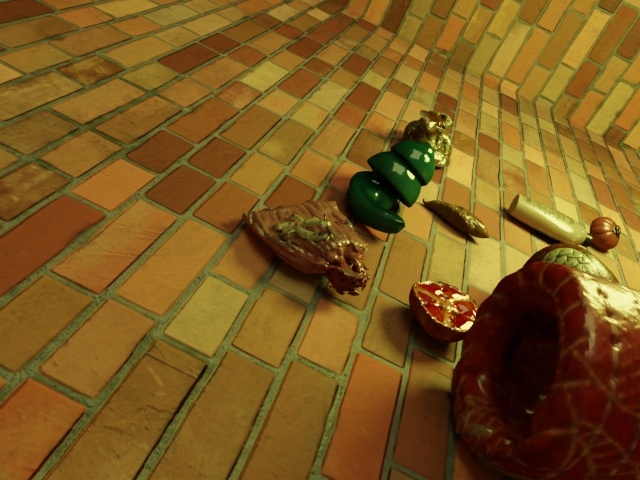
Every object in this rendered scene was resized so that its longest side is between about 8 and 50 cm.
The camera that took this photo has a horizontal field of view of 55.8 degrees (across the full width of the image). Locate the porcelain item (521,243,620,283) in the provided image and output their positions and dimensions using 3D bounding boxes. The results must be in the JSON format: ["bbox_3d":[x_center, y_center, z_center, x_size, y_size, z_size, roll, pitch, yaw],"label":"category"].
[{"bbox_3d":[0.523,0.136,1.328,0.252,0.253,0.253,19,33,-12],"label":"porcelain item"}]

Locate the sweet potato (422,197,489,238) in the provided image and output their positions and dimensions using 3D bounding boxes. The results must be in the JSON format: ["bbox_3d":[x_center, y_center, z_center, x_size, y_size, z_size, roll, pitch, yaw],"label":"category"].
[{"bbox_3d":[0.362,-0.065,1.607,0.205,0.060,0.068,30,-1,25],"label":"sweet potato"}]

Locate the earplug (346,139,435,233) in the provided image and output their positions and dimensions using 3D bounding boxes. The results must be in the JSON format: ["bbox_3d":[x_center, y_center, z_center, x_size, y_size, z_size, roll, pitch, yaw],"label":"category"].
[{"bbox_3d":[0.181,-0.146,1.492,0.164,0.280,0.257,46,-5,-5],"label":"earplug"}]

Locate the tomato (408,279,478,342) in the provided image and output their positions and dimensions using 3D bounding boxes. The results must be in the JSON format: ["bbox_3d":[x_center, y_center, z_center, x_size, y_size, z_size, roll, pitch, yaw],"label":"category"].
[{"bbox_3d":[0.242,0.149,1.196,0.155,0.069,0.156,16,32,-10],"label":"tomato"}]

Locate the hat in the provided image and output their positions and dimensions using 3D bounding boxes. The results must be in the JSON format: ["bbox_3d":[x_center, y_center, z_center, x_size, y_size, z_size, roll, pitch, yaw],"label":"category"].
[{"bbox_3d":[0.000,0.000,1.202,0.236,0.107,0.286,-12,42,-31],"label":"hat"}]

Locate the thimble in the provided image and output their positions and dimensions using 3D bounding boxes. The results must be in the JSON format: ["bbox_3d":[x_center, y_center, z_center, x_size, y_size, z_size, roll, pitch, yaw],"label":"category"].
[{"bbox_3d":[0.387,0.219,0.961,0.230,0.350,0.350,21,32,-12],"label":"thimble"}]

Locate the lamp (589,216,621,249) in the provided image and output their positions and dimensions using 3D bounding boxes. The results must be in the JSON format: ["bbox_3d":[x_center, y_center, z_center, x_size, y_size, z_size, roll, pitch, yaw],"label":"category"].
[{"bbox_3d":[0.888,-0.022,1.889,0.107,0.092,0.108,15,66,-38],"label":"lamp"}]

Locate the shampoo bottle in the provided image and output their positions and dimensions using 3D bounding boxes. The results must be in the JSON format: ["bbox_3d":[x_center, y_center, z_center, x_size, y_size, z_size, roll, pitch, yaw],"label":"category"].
[{"bbox_3d":[0.691,-0.052,1.802,0.256,0.078,0.127,26,26,2],"label":"shampoo bottle"}]

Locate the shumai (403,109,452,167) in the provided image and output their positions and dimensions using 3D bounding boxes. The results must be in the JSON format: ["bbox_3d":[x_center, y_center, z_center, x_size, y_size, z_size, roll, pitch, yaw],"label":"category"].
[{"bbox_3d":[0.355,-0.335,1.911,0.161,0.153,0.210,10,38,-12],"label":"shumai"}]
